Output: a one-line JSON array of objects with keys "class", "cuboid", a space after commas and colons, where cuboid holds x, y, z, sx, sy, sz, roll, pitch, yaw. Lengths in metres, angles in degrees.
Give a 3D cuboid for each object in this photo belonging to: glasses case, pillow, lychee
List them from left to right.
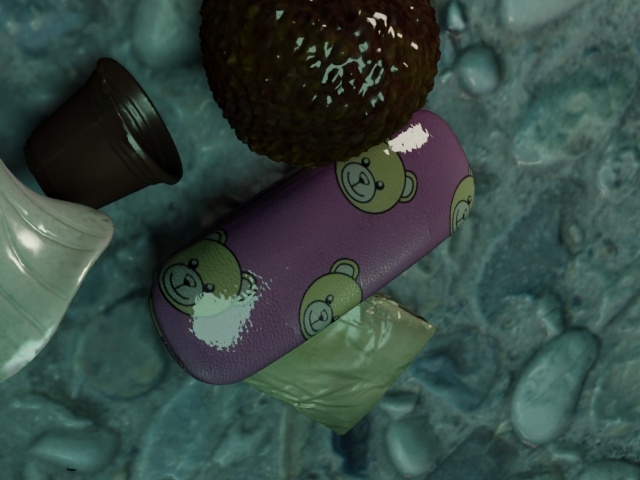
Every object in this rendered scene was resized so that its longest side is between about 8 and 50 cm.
[{"class": "pillow", "cuboid": [-0.012, 0.085, 1.000, 0.230, 0.050, 0.148, 33, 90, -31]}, {"class": "lychee", "cuboid": [-0.002, -0.147, 0.805, 0.195, 0.194, 0.194, -11, 120, -20]}, {"class": "glasses case", "cuboid": [0.000, 0.000, 0.912, 0.316, 0.076, 0.123, -34, 108, -21]}]

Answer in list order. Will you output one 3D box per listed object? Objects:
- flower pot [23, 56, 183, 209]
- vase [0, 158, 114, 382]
[{"class": "flower pot", "cuboid": [-0.170, -0.070, 0.816, 0.089, 0.111, 0.111, -29, 126, 9]}, {"class": "vase", "cuboid": [-0.305, -0.106, 0.624, 0.250, 0.250, 0.445, -34, 122, -6]}]
